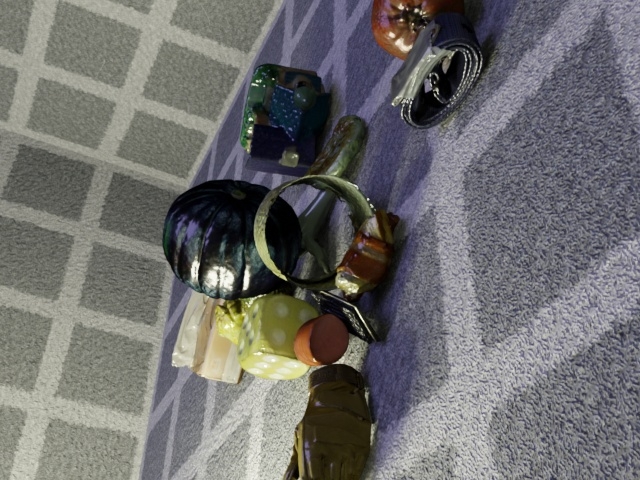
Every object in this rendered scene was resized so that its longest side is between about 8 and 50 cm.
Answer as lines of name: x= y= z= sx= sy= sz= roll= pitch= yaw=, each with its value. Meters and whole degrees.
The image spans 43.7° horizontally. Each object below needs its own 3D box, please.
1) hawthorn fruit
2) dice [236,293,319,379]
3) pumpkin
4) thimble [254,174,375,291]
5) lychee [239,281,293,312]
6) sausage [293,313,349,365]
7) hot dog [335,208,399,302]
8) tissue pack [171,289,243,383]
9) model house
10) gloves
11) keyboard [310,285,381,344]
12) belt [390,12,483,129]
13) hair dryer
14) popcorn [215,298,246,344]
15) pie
hawthorn fruit: x=0.213 y=-0.506 z=1.750 sx=0.262 sy=0.210 sz=0.211 roll=-77 pitch=14 yaw=-60
dice: x=-0.107 y=0.246 z=2.018 sx=0.169 sy=0.166 sz=0.169 roll=133 pitch=150 yaw=-53
pumpkin: x=-0.221 y=-0.003 z=2.050 sx=0.363 sy=0.363 sz=0.266 roll=-114 pitch=34 yaw=-63
thimble: x=-0.013 y=-0.019 z=1.850 sx=0.150 sy=0.270 sz=0.271 roll=-175 pitch=102 yaw=-74
lychee: x=-0.154 y=0.142 z=2.268 sx=0.171 sy=0.171 sz=0.171 roll=-163 pitch=90 yaw=-71
sausage: x=-0.002 y=0.227 z=1.795 sx=0.259 sy=0.113 sz=0.114 roll=133 pitch=151 yaw=-78
hot dog: x=0.107 y=0.035 z=1.719 sx=0.213 sy=0.103 sz=0.146 roll=-61 pitch=-2 yaw=5
tissue pack: x=-0.338 y=0.281 z=2.556 sx=0.238 sy=0.238 sz=0.306 roll=179 pitch=108 yaw=-70
model house: x=-0.110 y=-0.353 z=2.440 sx=0.280 sy=0.245 sz=0.312 roll=-98 pitch=22 yaw=-60
gloves: x=0.020 y=0.391 z=1.565 sx=0.331 sy=0.154 sz=0.141 roll=-82 pitch=18 yaw=-46
keyboard: x=0.049 y=0.165 z=1.766 sx=0.027 sy=0.106 sz=0.317 roll=-35 pitch=12 yaw=-11
belt: x=0.233 y=-0.347 z=1.622 sx=0.126 sy=0.139 sz=0.230 roll=-92 pitch=25 yaw=-43
hair dryer: x=0.008 y=-0.036 z=2.131 sx=0.267 sy=0.092 sz=0.229 roll=20 pitch=86 yaw=58
popcorn: x=-0.218 y=0.254 z=2.378 sx=0.195 sy=0.168 sz=0.173 roll=48 pitch=114 yaw=25
pie: x=0.038 y=-0.235 z=2.158 sx=0.240 sy=0.054 sz=0.240 roll=-48 pitch=21 yaw=25
